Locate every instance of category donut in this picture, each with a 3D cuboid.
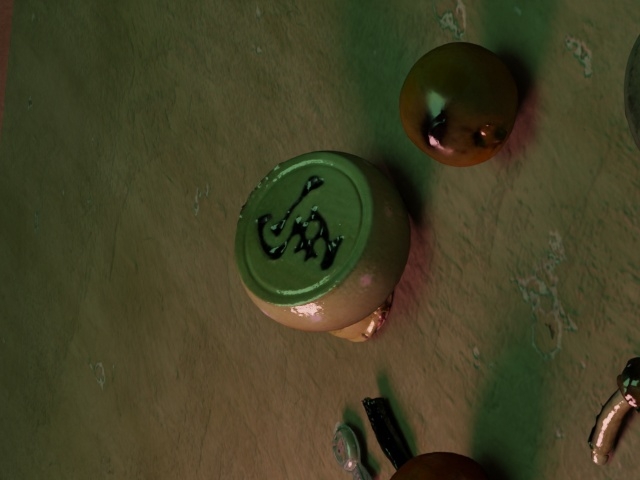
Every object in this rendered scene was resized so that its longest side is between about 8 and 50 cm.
[{"bbox_3d":[0.036,0.060,2.255,0.174,0.068,0.175,15,107,61],"label":"donut"}]

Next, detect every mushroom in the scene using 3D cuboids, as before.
[{"bbox_3d":[0.336,0.186,1.741,0.187,0.061,0.060,109,151,-55],"label":"mushroom"}]

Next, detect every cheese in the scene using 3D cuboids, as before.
[{"bbox_3d":[0.045,0.315,2.305,0.121,0.026,0.067,64,145,35],"label":"cheese"}]

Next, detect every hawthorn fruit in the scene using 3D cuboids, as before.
[{"bbox_3d":[0.097,0.340,1.943,0.165,0.285,0.165,-10,77,53],"label":"hawthorn fruit"}]

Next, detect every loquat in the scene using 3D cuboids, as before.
[{"bbox_3d":[0.166,-0.163,1.920,0.163,0.137,0.163,160,90,-74],"label":"loquat"}]

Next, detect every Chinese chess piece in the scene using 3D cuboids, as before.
[{"bbox_3d":[0.000,0.000,2.164,0.250,0.101,0.250,-14,63,29],"label":"Chinese chess piece"}]

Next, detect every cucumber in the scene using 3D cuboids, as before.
[{"bbox_3d":[0.091,0.269,2.209,0.135,0.033,0.034,67,149,32],"label":"cucumber"}]

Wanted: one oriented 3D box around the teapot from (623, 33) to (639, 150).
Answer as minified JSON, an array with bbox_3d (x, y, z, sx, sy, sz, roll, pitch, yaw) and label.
[{"bbox_3d":[0.384,-0.142,1.530,0.294,0.129,0.193,-19,76,59],"label":"teapot"}]
